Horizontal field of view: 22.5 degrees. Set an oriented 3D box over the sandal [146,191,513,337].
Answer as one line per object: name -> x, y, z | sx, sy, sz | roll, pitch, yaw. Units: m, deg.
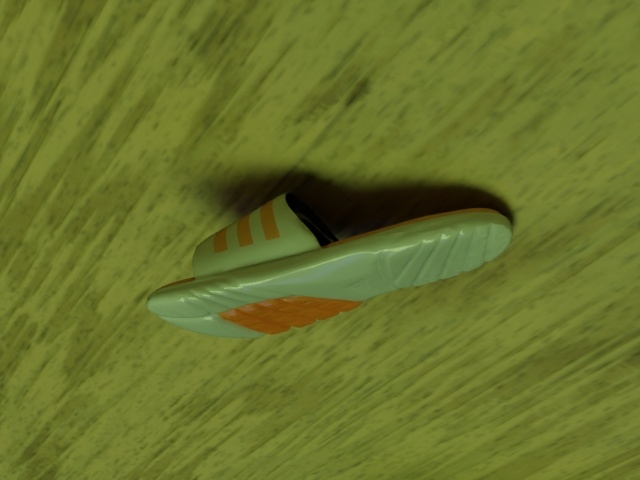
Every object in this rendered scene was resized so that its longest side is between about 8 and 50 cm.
sandal -> 0.005, 0.003, 1.131 | 0.265, 0.076, 0.102 | -15, 155, 17
